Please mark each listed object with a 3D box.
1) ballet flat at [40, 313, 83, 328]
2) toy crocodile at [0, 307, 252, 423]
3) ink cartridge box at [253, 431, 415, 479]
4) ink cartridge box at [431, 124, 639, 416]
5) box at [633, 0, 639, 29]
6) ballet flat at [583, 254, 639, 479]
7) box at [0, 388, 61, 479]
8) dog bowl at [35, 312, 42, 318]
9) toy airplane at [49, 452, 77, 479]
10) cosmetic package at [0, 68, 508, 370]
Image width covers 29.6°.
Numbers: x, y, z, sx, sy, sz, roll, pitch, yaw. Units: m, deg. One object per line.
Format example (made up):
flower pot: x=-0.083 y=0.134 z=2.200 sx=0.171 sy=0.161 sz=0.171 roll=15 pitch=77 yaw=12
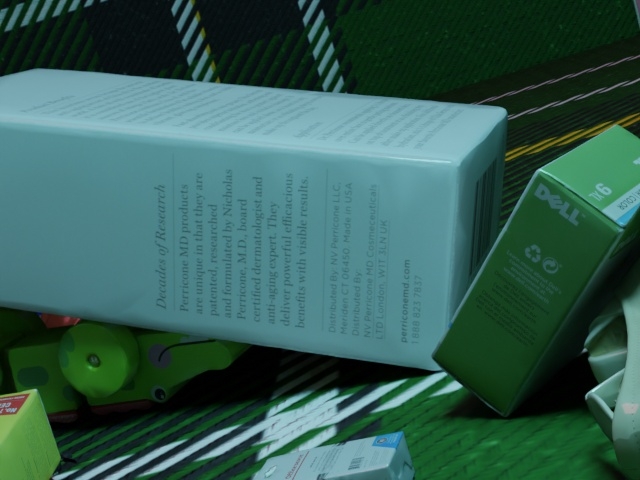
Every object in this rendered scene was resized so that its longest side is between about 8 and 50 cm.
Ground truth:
ballet flat: x=-0.182 y=0.066 z=1.295 sx=0.232 sy=0.080 sz=0.073 roll=-25 pitch=40 yaw=-26
toy crocodile: x=-0.215 y=0.109 z=1.021 sx=0.340 sy=0.105 sz=0.115 roll=-9 pitch=12 yaw=17
ink cartridge box: x=0.007 y=0.135 z=0.675 sx=0.083 sy=0.028 sz=0.048 roll=-13 pitch=10 yaw=17
ink cartridge box: x=0.155 y=-0.003 z=0.723 sx=0.062 sy=0.209 sz=0.109 roll=39 pitch=38 yaw=20
box: x=0.444 y=-0.236 z=1.378 sx=0.126 sy=0.232 sz=0.148 roll=-11 pitch=12 yaw=29
ballet flat: x=0.180 y=0.063 z=0.654 sx=0.086 sy=0.086 sz=0.248 roll=-14 pitch=10 yaw=13
box: x=-0.231 y=0.168 z=0.710 sx=0.087 sy=0.058 sz=0.232 roll=-10 pitch=18 yaw=10
dog bowl: x=-0.422 y=0.044 z=1.452 sx=0.264 sy=0.104 sz=0.265 roll=0 pitch=13 yaw=0
toy airplane: x=-0.231 y=0.181 z=0.818 sx=0.151 sy=0.028 sz=0.151 roll=-12 pitch=16 yaw=3
cosmetic package: x=-0.091 y=-0.034 z=0.993 sx=0.453 sy=0.162 sz=0.230 roll=7 pitch=17 yaw=16
